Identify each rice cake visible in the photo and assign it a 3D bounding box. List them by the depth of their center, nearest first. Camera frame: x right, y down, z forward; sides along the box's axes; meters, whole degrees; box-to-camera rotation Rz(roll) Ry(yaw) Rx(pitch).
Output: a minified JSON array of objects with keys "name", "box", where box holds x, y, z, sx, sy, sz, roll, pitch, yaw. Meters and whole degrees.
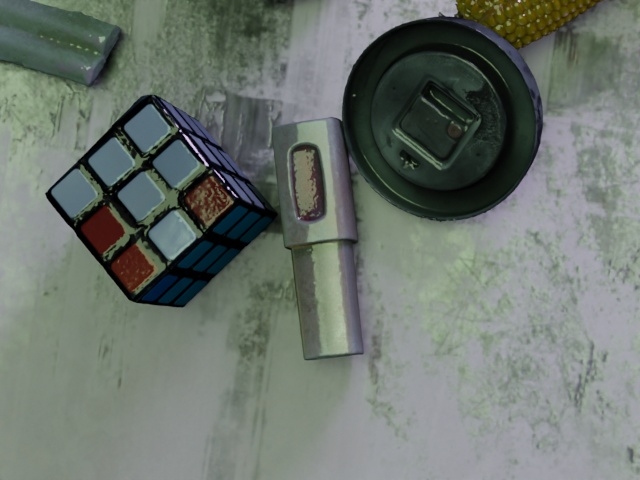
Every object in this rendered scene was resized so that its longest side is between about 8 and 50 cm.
[{"name":"rice cake","box":[-0.342,-0.239,1.685,0.226,0.040,0.085,17,88,13]}]

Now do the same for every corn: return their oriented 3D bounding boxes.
[{"name":"corn","box":[0.272,-0.291,1.527,0.310,0.101,0.101,-30,79,7]}]

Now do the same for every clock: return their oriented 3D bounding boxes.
[{"name":"clock","box":[0.127,-0.128,1.530,0.215,0.042,0.215,8,110,22]}]

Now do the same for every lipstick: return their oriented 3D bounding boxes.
[{"name":"lipstick","box":[0.000,0.000,1.570,0.079,0.077,0.253,-7,85,12]}]

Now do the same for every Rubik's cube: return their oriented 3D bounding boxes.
[{"name":"Rubik's cube","box":[-0.167,-0.039,1.567,0.162,0.160,0.163,-41,78,7]}]
